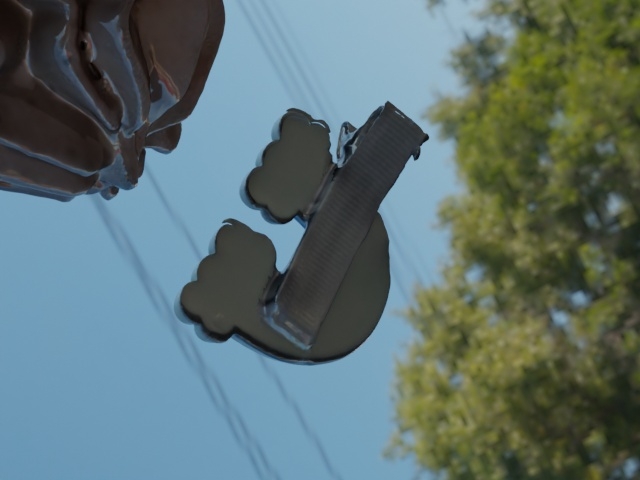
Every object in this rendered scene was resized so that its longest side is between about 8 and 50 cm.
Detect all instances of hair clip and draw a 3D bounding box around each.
[{"bbox_3d":[0.000,0.000,1.114,0.140,0.054,0.220,41,-121,-24],"label":"hair clip"}]

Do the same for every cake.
[{"bbox_3d":[-0.120,-0.097,0.644,0.185,0.208,0.178,-26,-83,-47],"label":"cake"}]
